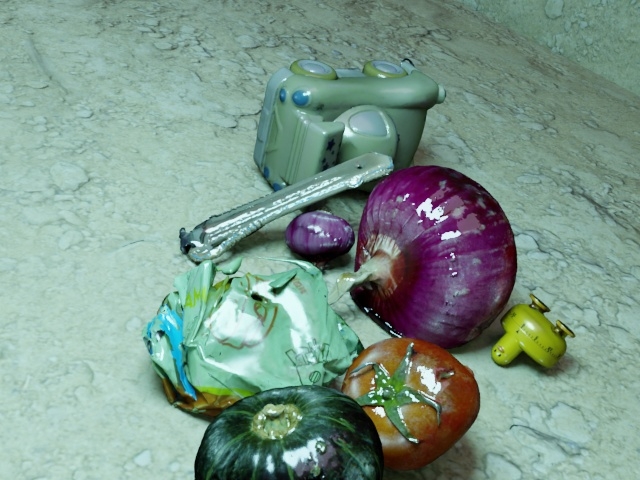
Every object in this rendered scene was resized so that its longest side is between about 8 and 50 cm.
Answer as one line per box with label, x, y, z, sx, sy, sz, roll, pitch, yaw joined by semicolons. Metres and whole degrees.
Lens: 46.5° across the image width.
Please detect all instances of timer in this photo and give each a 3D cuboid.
timer;0.317;0.151;1.135;0.107;0.109;0.107;39;13;-11

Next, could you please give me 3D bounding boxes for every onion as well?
onion;0.000;0.000;1.195;0.115;0.115;0.104;5;79;-19
onion;0.179;0.013;1.135;0.256;0.230;0.272;27;27;12

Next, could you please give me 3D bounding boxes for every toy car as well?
toy car;0.071;-0.187;1.359;0.336;0.242;0.226;-6;37;-30

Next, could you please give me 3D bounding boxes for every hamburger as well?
hamburger;-0.070;0.107;0.948;0.261;0.150;0.276;28;34;13

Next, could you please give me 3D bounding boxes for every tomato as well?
tomato;0.107;0.195;0.902;0.168;0.167;0.167;12;33;-8

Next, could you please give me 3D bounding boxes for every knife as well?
knife;-0.048;-0.054;1.174;0.366;0.043;0.089;-24;51;-9

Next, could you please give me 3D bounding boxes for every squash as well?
squash;-0.032;0.233;0.770;0.193;0.155;0.193;-22;36;17
